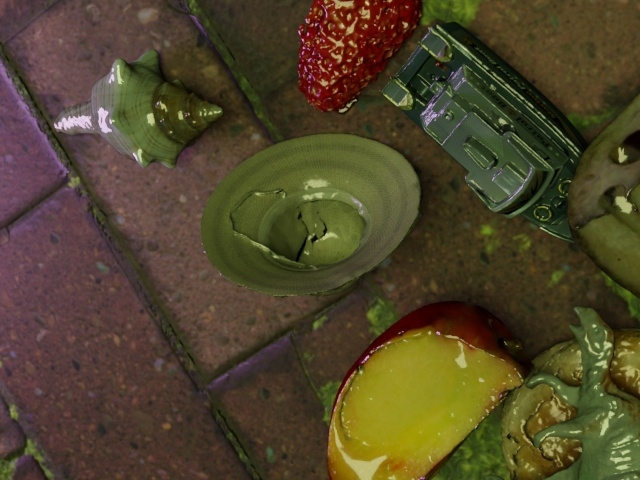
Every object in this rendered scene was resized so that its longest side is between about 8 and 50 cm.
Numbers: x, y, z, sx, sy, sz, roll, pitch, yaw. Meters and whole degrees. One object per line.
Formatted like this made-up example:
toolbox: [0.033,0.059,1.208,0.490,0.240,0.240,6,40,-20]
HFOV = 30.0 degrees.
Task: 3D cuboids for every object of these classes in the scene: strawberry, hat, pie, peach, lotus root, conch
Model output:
strawberry: [0.035,-0.228,1.329,0.121,0.082,0.188,25,100,10]
hat: [0.000,0.000,1.342,0.252,0.252,0.110,3,138,17]
pie: [0.327,0.220,1.299,0.274,0.055,0.274,4,100,22]
peach: [0.107,0.176,1.312,0.159,0.154,0.267,43,114,16]
lotus root: [0.411,-0.025,1.201,0.314,0.142,0.210,28,119,-9]
conch: [-0.217,-0.163,1.402,0.234,0.114,0.137,23,89,20]

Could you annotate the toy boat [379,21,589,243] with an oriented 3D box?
toy boat: [0.200,-0.101,1.269,0.296,0.122,0.114,44,131,6]

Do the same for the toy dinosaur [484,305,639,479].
toy dinosaur: [0.286,0.278,1.249,0.205,0.092,0.393,-27,80,17]
